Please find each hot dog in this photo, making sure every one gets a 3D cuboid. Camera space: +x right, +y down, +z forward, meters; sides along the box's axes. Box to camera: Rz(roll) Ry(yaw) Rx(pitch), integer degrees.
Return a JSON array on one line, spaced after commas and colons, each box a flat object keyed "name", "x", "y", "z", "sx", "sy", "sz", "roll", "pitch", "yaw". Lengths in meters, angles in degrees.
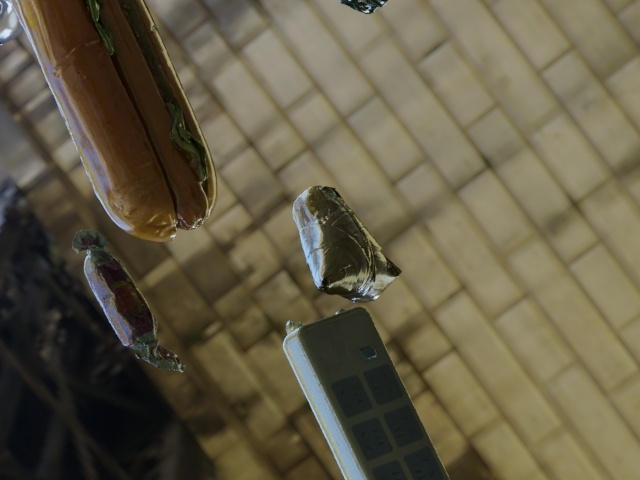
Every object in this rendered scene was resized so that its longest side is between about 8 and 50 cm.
[{"name": "hot dog", "x": -0.143, "y": -0.118, "z": 1.253, "sx": 0.100, "sy": 0.068, "sz": 0.249, "roll": -21, "pitch": -96, "yaw": -46}]

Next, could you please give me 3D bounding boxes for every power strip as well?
[{"name": "power strip", "x": 0.053, "y": 0.200, "z": 2.069, "sx": 0.118, "sy": 0.046, "sz": 0.270, "roll": -18, "pitch": -104, "yaw": -39}]

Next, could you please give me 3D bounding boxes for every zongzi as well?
[{"name": "zongzi", "x": 0.000, "y": 0.000, "z": 2.102, "sx": 0.160, "sy": 0.078, "sz": 0.176, "roll": 51, "pitch": -160, "yaw": 21}]

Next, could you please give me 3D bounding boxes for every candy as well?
[{"name": "candy", "x": -0.190, "y": 0.061, "z": 1.727, "sx": 0.045, "sy": 0.043, "sz": 0.175, "roll": -16, "pitch": -114, "yaw": -40}]

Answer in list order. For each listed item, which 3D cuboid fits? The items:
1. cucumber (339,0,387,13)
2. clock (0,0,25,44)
[{"name": "cucumber", "x": -0.016, "y": -0.293, "z": 1.709, "sx": 0.265, "sy": 0.077, "sz": 0.077, "roll": 26, "pitch": -154, "yaw": -40}, {"name": "clock", "x": -0.380, "y": -0.328, "z": 2.009, "sx": 0.189, "sy": 0.189, "sz": 0.254, "roll": -112, "pitch": 24, "yaw": -53}]
